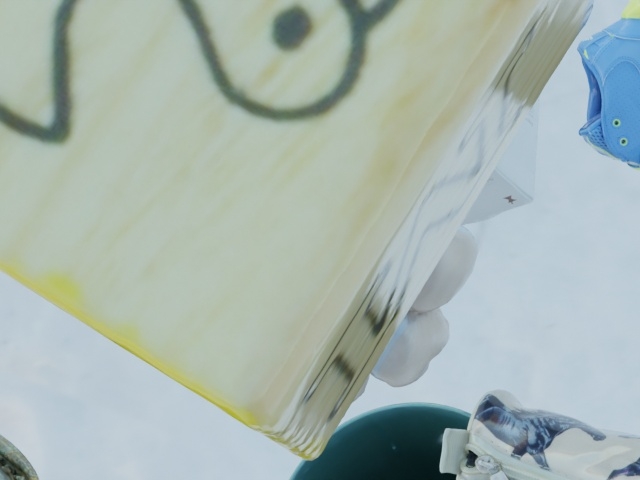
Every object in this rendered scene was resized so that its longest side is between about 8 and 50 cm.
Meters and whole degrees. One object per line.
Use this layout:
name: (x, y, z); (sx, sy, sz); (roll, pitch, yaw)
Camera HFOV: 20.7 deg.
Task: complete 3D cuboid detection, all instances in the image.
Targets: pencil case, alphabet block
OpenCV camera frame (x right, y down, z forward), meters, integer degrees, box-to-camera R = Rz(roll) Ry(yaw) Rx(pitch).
pencil case: (0.312, 0.253, 1.580); (0.410, 0.183, 0.160); (13, 96, 31)
alphabet block: (-0.035, -0.063, 0.563); (0.192, 0.193, 0.197); (30, 83, 10)

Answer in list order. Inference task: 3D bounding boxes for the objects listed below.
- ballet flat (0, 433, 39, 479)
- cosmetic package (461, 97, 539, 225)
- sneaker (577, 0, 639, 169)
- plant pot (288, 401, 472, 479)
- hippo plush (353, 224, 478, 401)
ballet flat: (-0.163, 0.221, 0.853); (0.123, 0.123, 0.348); (-41, 39, 15)
cosmetic package: (0.144, -0.134, 1.694); (0.117, 0.085, 0.231); (-21, 48, 36)
sneaker: (0.267, -0.068, 1.311); (0.126, 0.091, 0.240); (-24, 94, 5)
plant pot: (0.119, 0.350, 1.883); (0.293, 0.235, 0.293); (-7, 64, 15)
hippo plush: (0.000, 0.000, 1.483); (0.294, 0.236, 0.234); (-13, 108, 17)
